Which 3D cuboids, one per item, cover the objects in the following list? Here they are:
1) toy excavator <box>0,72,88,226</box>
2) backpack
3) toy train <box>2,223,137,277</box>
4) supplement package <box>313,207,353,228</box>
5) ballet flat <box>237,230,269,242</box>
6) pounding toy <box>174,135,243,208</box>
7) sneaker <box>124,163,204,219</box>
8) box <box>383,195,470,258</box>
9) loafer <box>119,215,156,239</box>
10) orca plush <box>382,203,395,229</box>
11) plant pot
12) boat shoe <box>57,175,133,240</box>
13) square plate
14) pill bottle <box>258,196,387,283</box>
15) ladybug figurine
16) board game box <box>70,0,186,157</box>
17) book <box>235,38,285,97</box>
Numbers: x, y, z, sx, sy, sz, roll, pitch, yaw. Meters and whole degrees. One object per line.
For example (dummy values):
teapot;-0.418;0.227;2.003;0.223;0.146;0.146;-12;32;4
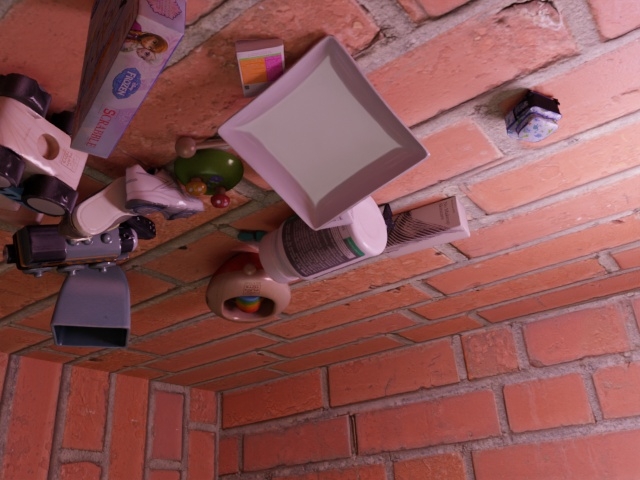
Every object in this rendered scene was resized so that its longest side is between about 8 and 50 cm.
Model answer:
toy excavator;-0.727;-0.167;1.355;0.445;0.222;0.433;0;158;25
backpack;0.501;-0.284;1.368;0.105;0.084;0.114;10;153;-22
toy train;-0.671;0.018;1.564;0.334;0.142;0.190;-3;170;-40
supplement package;0.021;-0.136;1.491;0.105;0.179;0.105;-11;153;13
ballet flat;-0.215;-0.014;1.874;0.114;0.041;0.041;3;153;-13
pounding toy;-0.288;-0.160;1.481;0.182;0.110;0.237;1;153;-11
sneaker;-0.408;-0.128;1.538;0.111;0.129;0.297;-15;170;17
box;0.319;-0.037;1.809;0.275;0.113;0.094;-19;149;25
loafer;-0.560;-0.055;1.690;0.078;0.076;0.223;-14;156;3
orca plush;0.120;-0.039;1.846;0.287;0.102;0.151;-38;94;34
plant pot;-0.791;0.220;2.015;0.247;0.252;0.248;5;152;-18
boat shoe;-0.538;-0.085;1.460;0.091;0.109;0.305;-20;-166;25
square plate;0.006;-0.225;1.285;0.344;0.049;0.347;-32;116;27
pill bottle;0.000;0.000;1.733;0.361;0.204;0.204;-22;148;32
ladybug figurine;-0.261;0.168;2.082;0.305;0.162;0.449;3;153;-12
board game box;-0.294;-0.342;0.885;0.066;0.318;0.318;14;149;-33
book;-0.121;-0.356;1.199;0.096;0.035;0.144;-6;154;-3
